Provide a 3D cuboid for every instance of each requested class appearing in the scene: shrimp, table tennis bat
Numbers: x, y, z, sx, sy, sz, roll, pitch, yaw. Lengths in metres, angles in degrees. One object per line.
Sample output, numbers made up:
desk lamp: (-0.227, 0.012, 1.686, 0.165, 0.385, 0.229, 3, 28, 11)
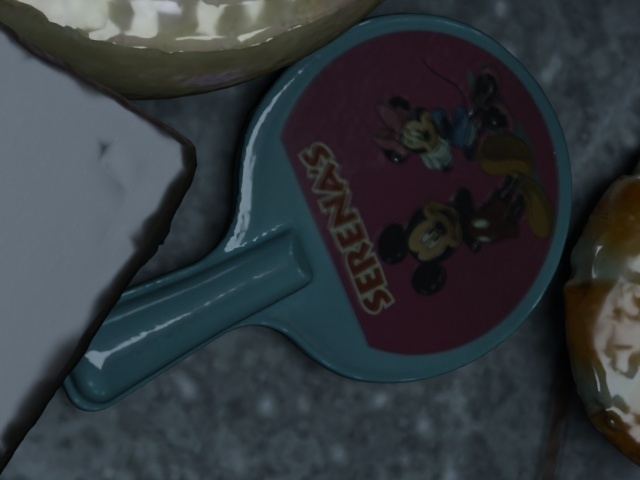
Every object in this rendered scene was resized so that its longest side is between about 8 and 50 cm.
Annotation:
shrimp: (0.241, -0.003, 0.832, 0.317, 0.062, 0.164, -25, 95, -19)
table tennis bat: (0.000, 0.000, 0.753, 0.244, 0.040, 0.152, -26, 103, -22)

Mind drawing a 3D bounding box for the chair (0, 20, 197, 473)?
chair: (-0.167, 0.000, 0.481, 0.241, 0.416, 0.203, 36, 81, -19)

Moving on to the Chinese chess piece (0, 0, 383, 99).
Chinese chess piece: (-0.068, -0.186, 0.672, 0.270, 0.112, 0.270, -2, 94, -22)
